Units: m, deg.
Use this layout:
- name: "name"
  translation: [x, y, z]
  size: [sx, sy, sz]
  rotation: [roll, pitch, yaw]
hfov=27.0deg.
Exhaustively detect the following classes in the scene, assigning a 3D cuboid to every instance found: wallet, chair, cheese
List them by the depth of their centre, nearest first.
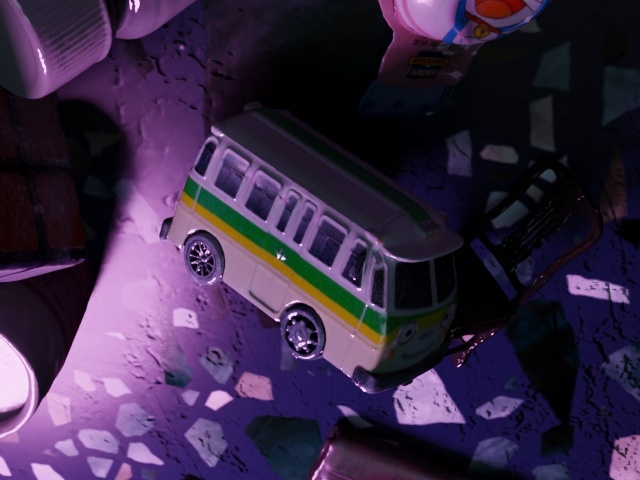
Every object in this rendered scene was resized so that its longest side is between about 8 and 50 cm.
- name: "cheese"
  translation: [0.123, -0.204, 1.149]
  size: [0.189, 0.074, 0.286]
  rotation: [1, 142, -29]
- name: "chair"
  translation: [0.149, 0.025, 1.277]
  size: [0.229, 0.113, 0.106]
  rotation: [-50, 64, 33]
- name: "wallet"
  translation: [0.088, 0.316, 1.543]
  size: [0.229, 0.049, 0.182]
  rotation: [20, 122, -6]

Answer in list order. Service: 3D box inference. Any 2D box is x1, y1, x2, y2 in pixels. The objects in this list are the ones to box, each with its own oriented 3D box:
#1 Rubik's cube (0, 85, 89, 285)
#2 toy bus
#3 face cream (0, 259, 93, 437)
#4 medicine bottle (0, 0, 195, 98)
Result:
- name: "Rubik's cube"
  translation: [-0.441, -0.102, 1.101]
  size: [0.337, 0.344, 0.344]
  rotation: [-13, 85, 19]
- name: "toy bus"
  translation: [0.000, 0.000, 1.224]
  size: [0.276, 0.133, 0.165]
  rotation: [34, 121, 27]
- name: "face cream"
  translation: [-0.338, 0.082, 1.363]
  size: [0.175, 0.195, 0.175]
  rotation: [3, 124, 4]
- name: "medicine bottle"
  translation: [-0.161, -0.243, 1.048]
  size: [0.165, 0.273, 0.165]
  rotation: [35, 151, 23]
